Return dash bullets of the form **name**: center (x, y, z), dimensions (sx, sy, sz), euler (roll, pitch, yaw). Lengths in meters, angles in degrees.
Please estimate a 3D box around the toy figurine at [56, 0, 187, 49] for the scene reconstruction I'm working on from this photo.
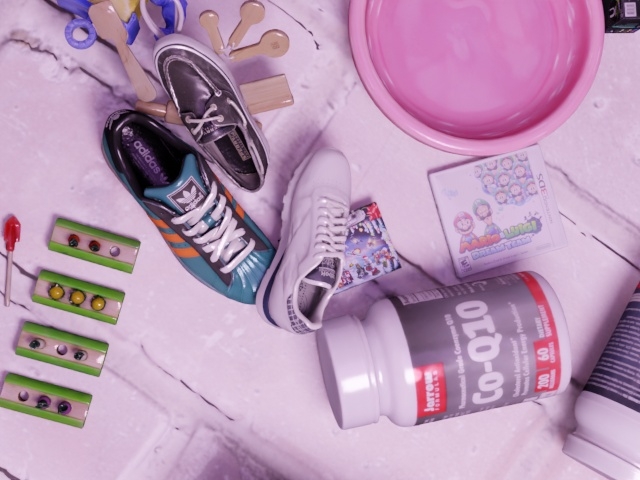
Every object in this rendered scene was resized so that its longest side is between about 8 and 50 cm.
- **toy figurine**: center (-0.271, -0.342, 1.211), dimensions (0.362, 0.191, 0.217), euler (29, 89, -4)

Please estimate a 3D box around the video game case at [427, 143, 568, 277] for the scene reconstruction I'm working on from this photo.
- **video game case**: center (0.235, -0.039, 1.341), dimensions (0.157, 0.019, 0.143), euler (-16, 90, -7)

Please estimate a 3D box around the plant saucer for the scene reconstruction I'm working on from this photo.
- **plant saucer**: center (0.196, -0.271, 1.313), dimensions (0.332, 0.084, 0.332), euler (0, 87, -6)

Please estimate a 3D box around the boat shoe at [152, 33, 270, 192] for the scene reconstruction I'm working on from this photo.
- **boat shoe**: center (-0.126, -0.150, 1.221), dimensions (0.078, 0.070, 0.219), euler (-25, 125, 18)

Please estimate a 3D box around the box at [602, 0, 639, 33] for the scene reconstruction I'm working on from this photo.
- **box**: center (0.406, -0.312, 1.341), dimensions (0.052, 0.083, 0.062), euler (-2, 88, -6)

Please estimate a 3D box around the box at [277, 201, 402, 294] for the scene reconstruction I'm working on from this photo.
- **box**: center (0.025, 0.017, 1.307), dimensions (0.137, 0.027, 0.094), euler (-22, 90, -7)

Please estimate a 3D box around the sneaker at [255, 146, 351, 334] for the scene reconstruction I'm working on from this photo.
- **sneaker**: center (0.000, 0.000, 1.230), dimensions (0.090, 0.095, 0.235), euler (17, 83, -28)

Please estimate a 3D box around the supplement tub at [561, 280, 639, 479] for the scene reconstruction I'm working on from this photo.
- **supplement tub**: center (0.440, 0.185, 1.272), dimensions (0.191, 0.191, 0.272), euler (30, 84, -5)

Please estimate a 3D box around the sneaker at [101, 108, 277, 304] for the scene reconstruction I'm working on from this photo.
- **sneaker**: center (-0.158, -0.036, 1.239), dimensions (0.108, 0.121, 0.302), euler (-45, 95, -8)

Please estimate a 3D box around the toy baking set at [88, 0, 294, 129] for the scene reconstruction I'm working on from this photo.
- **toy baking set**: center (-0.152, -0.218, 1.231), dimensions (0.256, 0.030, 0.196), euler (6, 131, -10)

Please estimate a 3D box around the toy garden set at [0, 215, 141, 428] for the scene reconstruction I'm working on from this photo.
- **toy garden set**: center (-0.355, 0.089, 1.245), dimensions (0.204, 0.049, 0.244), euler (17, 86, -6)

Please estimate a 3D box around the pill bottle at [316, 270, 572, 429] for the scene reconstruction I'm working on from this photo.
- **pill bottle**: center (0.148, 0.139, 1.251), dimensions (0.283, 0.161, 0.161), euler (-11, 89, -8)
